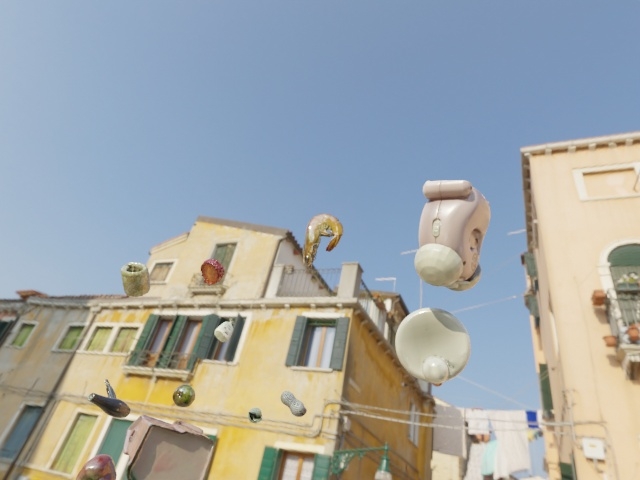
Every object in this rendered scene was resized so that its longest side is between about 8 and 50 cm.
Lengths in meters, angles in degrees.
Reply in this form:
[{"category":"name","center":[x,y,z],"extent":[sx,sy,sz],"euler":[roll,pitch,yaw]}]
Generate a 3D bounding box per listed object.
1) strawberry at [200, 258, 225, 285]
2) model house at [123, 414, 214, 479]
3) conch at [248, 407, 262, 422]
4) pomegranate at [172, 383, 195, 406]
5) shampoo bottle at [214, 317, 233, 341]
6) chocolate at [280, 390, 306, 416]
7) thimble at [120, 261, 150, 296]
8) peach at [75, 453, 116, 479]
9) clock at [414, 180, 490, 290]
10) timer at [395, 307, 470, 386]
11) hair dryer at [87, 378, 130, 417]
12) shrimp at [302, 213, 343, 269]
[{"category":"strawberry","center":[-0.579,0.166,2.192],"extent":[0.145,0.086,0.145],"euler":[8,-67,19]},{"category":"model house","center":[-0.514,0.693,1.316],"extent":[0.237,0.202,0.237],"euler":[28,-23,-27]},{"category":"conch","center":[-0.322,0.849,1.966],"extent":[0.085,0.076,0.057],"euler":[12,-50,-41]},{"category":"pomegranate","center":[-0.698,0.806,2.104],"extent":[0.114,0.115,0.142],"euler":[5,-29,11]},{"category":"shampoo bottle","center":[-0.457,0.429,1.979],"extent":[0.045,0.152,0.077],"euler":[-41,-85,16]},{"category":"chocolate","center":[-0.135,0.812,2.021],"extent":[0.167,0.072,0.072],"euler":[31,-20,39]},{"category":"thimble","center":[-1.007,0.208,2.210],"extent":[0.190,0.137,0.144],"euler":[21,-60,41]},{"category":"peach","center":[-0.898,0.948,1.656],"extent":[0.152,0.152,0.152],"euler":[9,-35,6]},{"category":"clock","center":[0.432,-0.003,1.326],"extent":[0.184,0.326,0.342],"euler":[7,-6,41]},{"category":"timer","center":[0.349,0.327,1.269],"extent":[0.233,0.234,0.240],"euler":[1,-15,17]},{"category":"hair dryer","center":[-0.928,0.666,1.767],"extent":[0.219,0.075,0.195],"euler":[31,-17,49]},{"category":"shrimp","center":[0.000,0.000,1.584],"extent":[0.150,0.249,0.068],"euler":[14,-23,20]}]
